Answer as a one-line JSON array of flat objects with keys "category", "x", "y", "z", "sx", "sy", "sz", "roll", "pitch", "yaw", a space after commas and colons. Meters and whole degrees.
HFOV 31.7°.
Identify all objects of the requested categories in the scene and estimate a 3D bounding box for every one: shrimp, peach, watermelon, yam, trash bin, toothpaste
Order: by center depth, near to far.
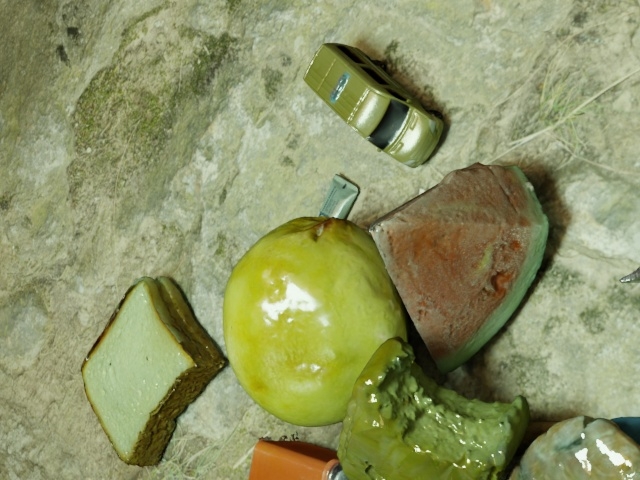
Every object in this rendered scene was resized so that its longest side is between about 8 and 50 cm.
[{"category": "shrimp", "x": 0.306, "y": 0.412, "z": 1.527, "sx": 0.221, "sy": 0.110, "sz": 0.445, "roll": 56, "pitch": 134, "yaw": 27}, {"category": "yam", "x": 0.318, "y": 0.277, "z": 1.591, "sx": 0.241, "sy": 0.057, "sz": 0.056, "roll": -15, "pitch": 73, "yaw": 51}, {"category": "watermelon", "x": 0.196, "y": 0.037, "z": 1.644, "sx": 0.283, "sy": 0.292, "sz": 0.250, "roll": -39, "pitch": 89, "yaw": 33}, {"category": "peach", "x": -0.004, "y": 0.121, "z": 1.771, "sx": 0.314, "sy": 0.281, "sz": 0.315, "roll": -13, "pitch": 107, "yaw": 24}, {"category": "trash bin", "x": -0.001, "y": 0.393, "z": 1.821, "sx": 0.239, "sy": 0.161, "sz": 0.184, "roll": 15, "pitch": 94, "yaw": 46}, {"category": "toothpaste", "x": 0.000, "y": 0.000, "z": 1.960, "sx": 0.060, "sy": 0.038, "sz": 0.233, "roll": 32, "pitch": 103, "yaw": 37}]

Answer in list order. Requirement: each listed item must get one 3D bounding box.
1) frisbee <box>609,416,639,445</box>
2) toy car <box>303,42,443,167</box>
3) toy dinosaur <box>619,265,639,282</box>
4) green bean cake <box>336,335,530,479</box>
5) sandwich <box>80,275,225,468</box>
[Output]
[{"category": "frisbee", "x": 0.419, "y": 0.379, "z": 1.507, "sx": 0.289, "sy": 0.049, "sz": 0.289, "roll": -7, "pitch": 79, "yaw": 42}, {"category": "toy car", "x": 0.084, "y": -0.225, "z": 1.854, "sx": 0.256, "sy": 0.124, "sz": 0.101, "roll": 48, "pitch": 117, "yaw": 37}, {"category": "toy dinosaur", "x": 0.526, "y": 0.011, "z": 1.451, "sx": 0.294, "sy": 0.077, "sz": 0.162, "roll": -32, "pitch": 58, "yaw": 19}, {"category": "green bean cake", "x": 0.151, "y": 0.275, "z": 1.583, "sx": 0.236, "sy": 0.124, "sz": 0.233, "roll": 25, "pitch": 133, "yaw": 11}, {"category": "sandwich", "x": -0.337, "y": 0.248, "z": 2.191, "sx": 0.301, "sy": 0.099, "sz": 0.271, "roll": -56, "pitch": 47, "yaw": 26}]
